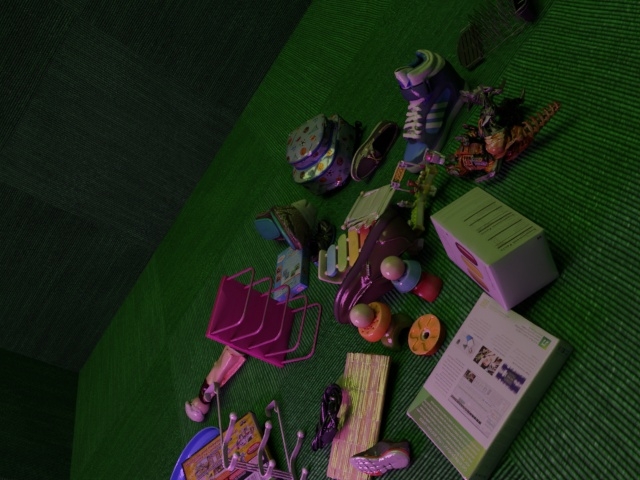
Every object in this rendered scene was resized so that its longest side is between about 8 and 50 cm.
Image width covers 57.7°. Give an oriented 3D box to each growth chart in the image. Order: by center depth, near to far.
[{"bbox_3d":[0.139,-0.093,1.700,0.172,0.021,0.237,-58,19,-17],"label":"growth chart"}]

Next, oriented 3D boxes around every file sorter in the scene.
[{"bbox_3d":[-0.161,0.236,1.785,0.182,0.290,0.202,-23,46,44],"label":"file sorter"}]

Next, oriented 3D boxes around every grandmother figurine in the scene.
[{"bbox_3d":[-0.385,0.517,2.107,0.342,0.104,0.208,-58,1,13],"label":"grandmother figurine"}]

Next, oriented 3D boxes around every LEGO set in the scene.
[{"bbox_3d":[0.243,-0.111,1.571,0.132,0.107,0.287,-121,44,-77],"label":"LEGO set"}]

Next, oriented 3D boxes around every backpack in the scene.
[{"bbox_3d":[0.004,-0.307,2.100,0.276,0.213,0.263,-29,53,40],"label":"backpack"}]

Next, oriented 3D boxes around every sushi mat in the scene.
[{"bbox_3d":[0.094,0.432,1.433,0.151,0.019,0.317,-11,62,50],"label":"sushi mat"}]

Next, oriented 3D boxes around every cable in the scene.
[{"bbox_3d":[0.011,0.458,1.501,0.151,0.047,0.184,-87,13,-50],"label":"cable"}]

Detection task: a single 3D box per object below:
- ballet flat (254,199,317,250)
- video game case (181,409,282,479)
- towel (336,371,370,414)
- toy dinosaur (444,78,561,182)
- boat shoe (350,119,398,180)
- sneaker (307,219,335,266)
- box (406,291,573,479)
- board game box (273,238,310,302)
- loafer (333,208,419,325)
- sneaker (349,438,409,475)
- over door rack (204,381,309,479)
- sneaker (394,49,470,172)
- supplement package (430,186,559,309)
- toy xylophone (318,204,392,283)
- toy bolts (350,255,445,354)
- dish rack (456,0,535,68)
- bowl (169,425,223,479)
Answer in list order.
[{"bbox_3d":[-0.110,-0.076,2.085,0.182,0.164,0.483,-35,14,-13],"label":"ballet flat"},{"bbox_3d":[-0.266,0.675,1.692,0.275,0.035,0.248,-38,43,2],"label":"video game case"},{"bbox_3d":[0.093,0.388,1.506,0.110,0.027,0.148,-57,33,9],"label":"towel"},{"bbox_3d":[0.446,-0.263,1.441,0.322,0.164,0.218,-12,68,32],"label":"toy dinosaur"},{"bbox_3d":[0.178,-0.298,1.920,0.228,0.081,0.068,-60,24,-3],"label":"boat shoe"},{"bbox_3d":[0.000,0.000,1.949,0.067,0.078,0.188,-32,38,42],"label":"sneaker"},{"bbox_3d":[0.331,0.291,1.182,0.322,0.058,0.232,-57,29,5],"label":"box"},{"bbox_3d":[-0.102,0.106,2.062,0.160,0.039,0.212,-37,37,38],"label":"board game box"},{"bbox_3d":[0.147,0.098,1.542,0.134,0.130,0.366,-31,-30,-55],"label":"loafer"},{"bbox_3d":[0.140,0.487,1.320,0.158,0.061,0.065,-21,23,32],"label":"sneaker"},{"bbox_3d":[-0.175,0.514,1.609,0.108,0.239,0.324,-58,29,11],"label":"over door rack"},{"bbox_3d":[0.272,-0.388,1.685,0.323,0.236,0.130,-60,28,2],"label":"sneaker"},{"bbox_3d":[0.367,0.010,1.244,0.134,0.139,0.244,-33,30,-1],"label":"supplement package"},{"bbox_3d":[0.122,0.039,1.714,0.322,0.081,0.236,-43,34,30],"label":"toy xylophone"},{"bbox_3d":[0.196,0.152,1.412,0.218,0.158,0.229,9,73,60],"label":"toy bolts"},{"bbox_3d":[0.501,-0.645,1.714,0.271,0.074,0.208,-35,37,39],"label":"dish rack"},{"bbox_3d":[-0.373,0.799,1.849,0.391,0.077,0.391,-39,36,35],"label":"bowl"}]
